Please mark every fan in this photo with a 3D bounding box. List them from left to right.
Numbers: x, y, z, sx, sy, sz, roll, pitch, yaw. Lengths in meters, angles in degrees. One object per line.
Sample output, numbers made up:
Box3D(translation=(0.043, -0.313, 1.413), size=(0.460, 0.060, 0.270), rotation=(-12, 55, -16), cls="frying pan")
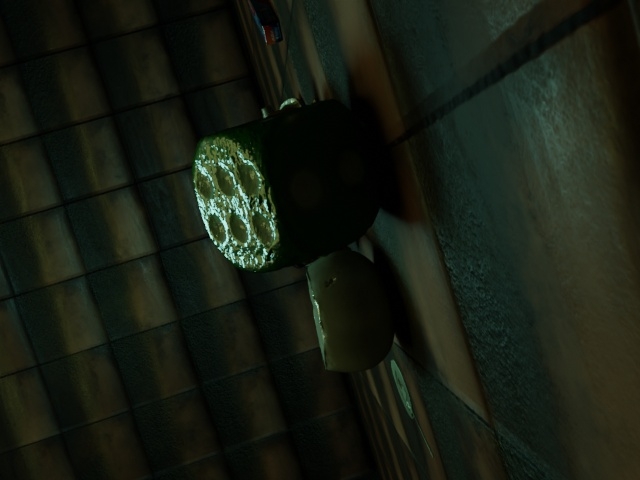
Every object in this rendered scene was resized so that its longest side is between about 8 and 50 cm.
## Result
Box3D(translation=(0.269, 0.505, 1.595), size=(0.329, 0.009, 0.191), rotation=(-112, 7, -46), cls="fan")

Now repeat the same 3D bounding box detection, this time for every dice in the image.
Box3D(translation=(-0.070, -0.115, 1.093), size=(0.297, 0.300, 0.287), rotation=(5, 116, 50), cls="dice")

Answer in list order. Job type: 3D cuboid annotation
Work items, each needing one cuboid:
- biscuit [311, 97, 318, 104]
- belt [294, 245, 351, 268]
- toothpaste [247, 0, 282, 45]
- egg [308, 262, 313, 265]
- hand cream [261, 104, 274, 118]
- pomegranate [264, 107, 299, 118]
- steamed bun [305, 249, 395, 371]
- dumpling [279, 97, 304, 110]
Box3D(translation=(-0.009, -0.374, 1.568), size=(0.081, 0.018, 0.083), rotation=(143, 109, -84), cls="biscuit")
Box3D(translation=(0.000, 0.000, 1.555), size=(0.359, 0.094, 0.126), rotation=(-19, -86, -69), cls="belt")
Box3D(translation=(-0.210, -0.829, 1.941), size=(0.076, 0.066, 0.321), rotation=(78, 171, -48), cls="toothpaste")
Box3D(translation=(-0.060, -0.061, 1.980), size=(0.371, 0.229, 0.230), rotation=(-104, 1, -47), cls="egg")
Box3D(translation=(-0.098, -0.251, 1.619), size=(0.124, 0.077, 0.341), rotation=(-106, -7, -68), cls="hand cream")
Box3D(translation=(-0.070, -0.193, 1.432), size=(0.322, 0.321, 0.322), rotation=(163, 90, -85), cls="pomegranate")
Box3D(translation=(0.084, 0.182, 1.383), size=(0.324, 0.206, 0.325), rotation=(170, 90, -86), cls="steamed bun")
Box3D(translation=(-0.102, -0.436, 1.877), size=(0.199, 0.118, 0.136), rotation=(8, 103, 54), cls="dumpling")
